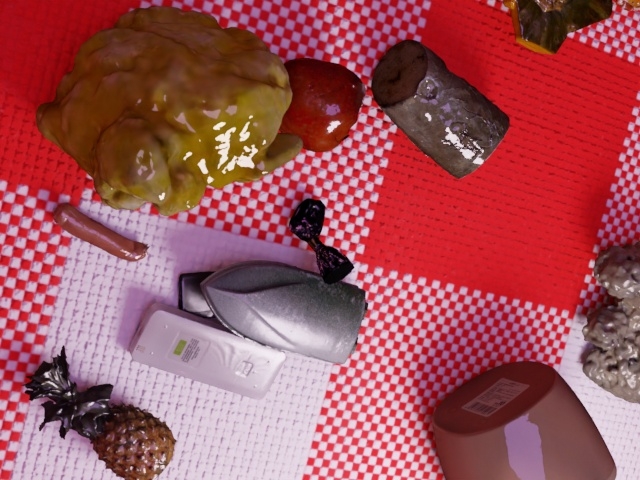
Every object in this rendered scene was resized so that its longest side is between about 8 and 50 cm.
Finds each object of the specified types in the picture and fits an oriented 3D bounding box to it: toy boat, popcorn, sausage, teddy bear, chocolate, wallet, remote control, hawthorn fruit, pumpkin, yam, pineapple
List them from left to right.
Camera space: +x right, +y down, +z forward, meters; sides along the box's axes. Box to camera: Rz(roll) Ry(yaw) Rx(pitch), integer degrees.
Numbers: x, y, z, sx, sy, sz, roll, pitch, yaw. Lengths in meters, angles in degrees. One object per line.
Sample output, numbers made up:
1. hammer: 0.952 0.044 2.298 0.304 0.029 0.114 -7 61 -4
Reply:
1. pineapple: -0.345 0.275 1.465 0.251 0.125 0.125 43 80 -19
2. sausage: -0.335 -0.008 1.454 0.158 0.036 0.042 28 121 -26
3. popcorn: -0.203 -0.187 1.347 0.334 0.292 0.293 -36 108 -20
4. remote control: -0.180 0.183 1.553 0.250 0.034 0.103 22 104 -27
5. wallet: -0.157 0.087 1.565 0.157 0.018 0.082 -3 101 -26
6. toy boat: -0.059 0.110 1.563 0.320 0.092 0.141 19 86 -36
7. hawthorn fruit: -0.018 -0.223 1.508 0.172 0.148 0.148 28 87 -18
8. chocolate: -0.003 0.001 1.574 0.072 0.147 0.070 -14 147 -26
9. yam: 0.209 -0.213 1.614 0.254 0.154 0.154 37 83 -29
10. pumpkin: 0.384 -0.461 1.675 0.290 0.095 0.258 -32 107 -20
11. teddy bear: 0.675 0.170 1.870 0.358 0.224 0.367 -2 103 -11

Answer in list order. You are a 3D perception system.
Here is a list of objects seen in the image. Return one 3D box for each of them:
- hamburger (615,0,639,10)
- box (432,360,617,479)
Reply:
1. hamburger: 0.673 -0.511 1.735 0.295 0.227 0.151 -8 80 -20
2. box: 0.349 0.370 1.720 0.301 0.301 0.216 -32 104 -17
